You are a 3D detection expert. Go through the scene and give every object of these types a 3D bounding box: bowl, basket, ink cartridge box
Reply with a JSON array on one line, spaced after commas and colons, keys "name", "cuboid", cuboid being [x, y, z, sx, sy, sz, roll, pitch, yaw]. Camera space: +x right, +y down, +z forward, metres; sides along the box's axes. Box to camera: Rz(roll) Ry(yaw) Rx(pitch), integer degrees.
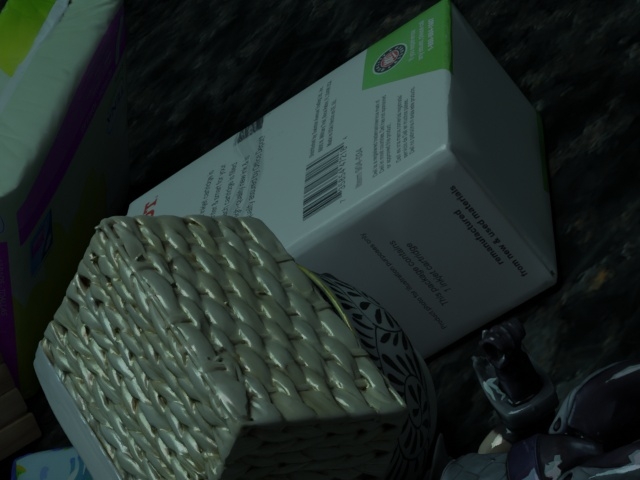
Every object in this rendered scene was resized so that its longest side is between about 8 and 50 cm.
[{"name": "bowl", "cuboid": [0.009, 0.090, 0.902, 0.080, 0.170, 0.170, -5, 2, -35]}, {"name": "basket", "cuboid": [-0.048, 0.072, 0.817, 0.167, 0.113, 0.103, 52, 129, 38]}, {"name": "ink cartridge box", "cuboid": [0.000, 0.000, 1.055, 0.273, 0.115, 0.198, -32, 26, 22]}]

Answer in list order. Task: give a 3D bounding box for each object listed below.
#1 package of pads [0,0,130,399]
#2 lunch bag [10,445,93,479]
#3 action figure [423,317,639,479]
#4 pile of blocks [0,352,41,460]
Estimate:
[{"name": "package of pads", "cuboid": [-0.234, -0.045, 1.370, 0.101, 0.229, 0.296, 10, 42, 7]}, {"name": "lunch bag", "cuboid": [-0.098, 0.180, 0.906, 0.129, 0.096, 0.151, -15, 81, 50]}, {"name": "action figure", "cuboid": [0.116, 0.095, 0.749, 0.285, 0.099, 0.185, -35, 34, 25]}, {"name": "pile of blocks", "cuboid": [-0.342, 0.208, 1.188, 0.112, 0.149, 0.362, -18, 34, 43]}]
